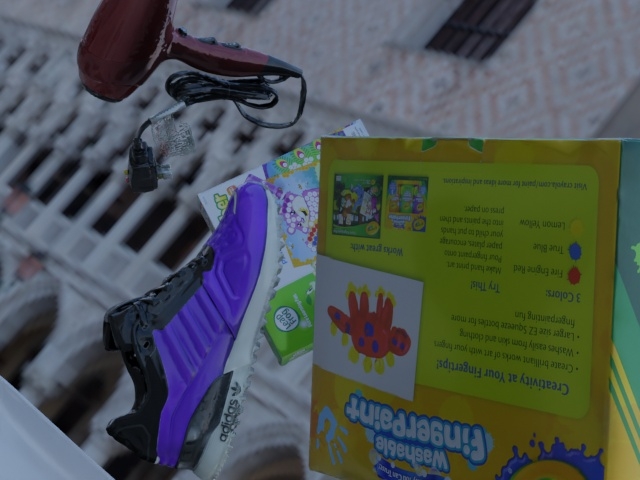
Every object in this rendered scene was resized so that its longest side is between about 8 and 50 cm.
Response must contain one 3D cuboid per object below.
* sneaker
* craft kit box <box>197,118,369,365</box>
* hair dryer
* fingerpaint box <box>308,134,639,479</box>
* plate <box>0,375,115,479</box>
[{"bbox_3d":[-0.129,0.070,1.392,0.146,0.293,0.102,16,-14,-10],"label":"sneaker"},{"bbox_3d":[0.000,0.000,1.926,0.250,0.247,0.061,61,-8,13],"label":"craft kit box"},{"bbox_3d":[-0.144,-0.203,1.521,0.080,0.223,0.293,50,-17,41],"label":"hair dryer"},{"bbox_3d":[0.181,0.083,1.441,0.163,0.371,0.445,0,3,-35],"label":"fingerpaint box"},{"bbox_3d":[-0.323,0.311,1.514,0.278,0.277,0.045,42,-52,-4],"label":"plate"}]
